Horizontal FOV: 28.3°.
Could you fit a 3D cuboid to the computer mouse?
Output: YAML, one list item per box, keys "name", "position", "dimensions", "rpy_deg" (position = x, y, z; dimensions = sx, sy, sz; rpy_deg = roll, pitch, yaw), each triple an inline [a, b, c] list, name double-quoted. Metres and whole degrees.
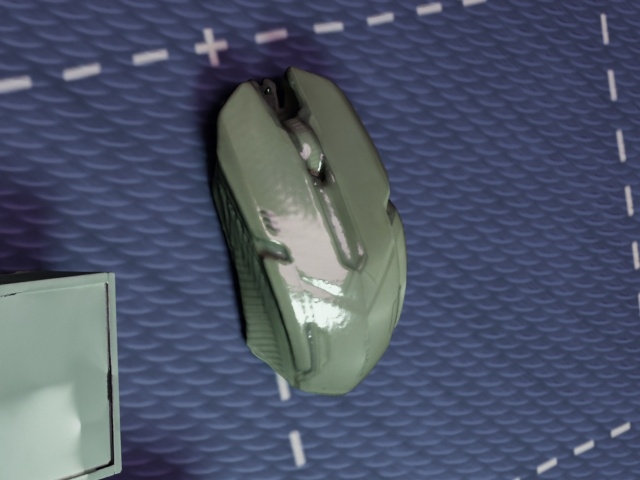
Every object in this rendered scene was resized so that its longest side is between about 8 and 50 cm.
- name: "computer mouse"
  position: [0.001, -0.002, 1.585]
  dimensions: [0.228, 0.145, 0.428]
  rpy_deg: [-22, 105, -30]

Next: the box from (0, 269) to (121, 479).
- name: "box"
  position: [-0.330, 0.149, 1.331]
  dimensions: [0.225, 0.118, 0.224]
  rpy_deg: [-6, 96, -58]
